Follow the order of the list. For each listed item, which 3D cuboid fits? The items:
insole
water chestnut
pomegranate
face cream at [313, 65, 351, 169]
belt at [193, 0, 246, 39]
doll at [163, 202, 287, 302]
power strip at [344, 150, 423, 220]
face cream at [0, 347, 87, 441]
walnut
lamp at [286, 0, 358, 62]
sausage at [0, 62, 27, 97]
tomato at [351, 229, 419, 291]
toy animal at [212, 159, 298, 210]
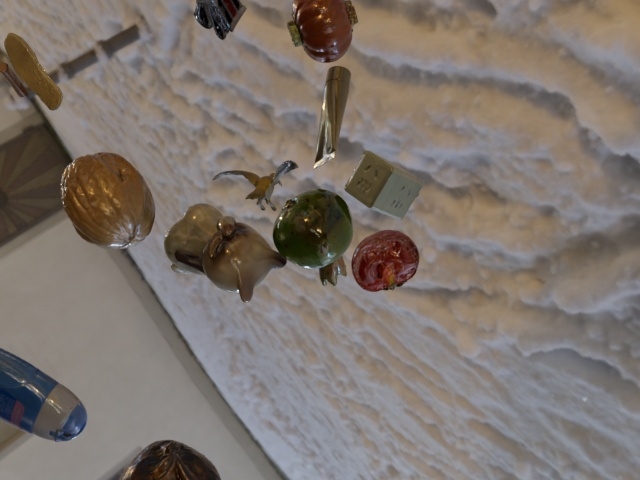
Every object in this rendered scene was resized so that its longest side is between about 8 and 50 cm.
[{"bbox_3d":[-0.724,-0.423,1.628,0.248,0.011,0.081,49,114,13],"label":"insole"},{"bbox_3d":[-0.316,0.523,1.358,0.223,0.223,0.238,38,125,30],"label":"water chestnut"},{"bbox_3d":[0.000,0.000,1.830,0.236,0.236,0.302,18,144,54],"label":"pomegranate"},{"bbox_3d":[0.038,-0.404,2.119,0.084,0.342,0.137,19,159,-27],"label":"face cream"},{"bbox_3d":[-0.276,-0.648,1.631,0.126,0.094,0.359,24,165,9],"label":"belt"},{"bbox_3d":[-0.307,0.025,1.937,0.370,0.215,0.226,14,135,41],"label":"doll"},{"bbox_3d":[0.206,-0.156,1.941,0.224,0.140,0.139,18,-165,-47],"label":"power strip"},{"bbox_3d":[-0.527,0.264,1.126,0.263,0.083,0.149,29,127,-2],"label":"face cream"},{"bbox_3d":[-0.524,-0.103,1.607,0.261,0.224,0.225,58,160,17],"label":"walnut"},{"bbox_3d":[0.006,-0.624,1.868,0.223,0.196,0.223,161,90,-89],"label":"lamp"},{"bbox_3d":[-0.716,-0.370,1.514,0.026,0.026,0.116,46,165,16],"label":"sausage"},{"bbox_3d":[0.146,0.040,1.504,0.091,0.159,0.139,-103,-6,-68],"label":"tomato"},{"bbox_3d":[-0.125,-0.114,1.457,0.219,0.095,0.155,-2,165,20],"label":"toy animal"}]
